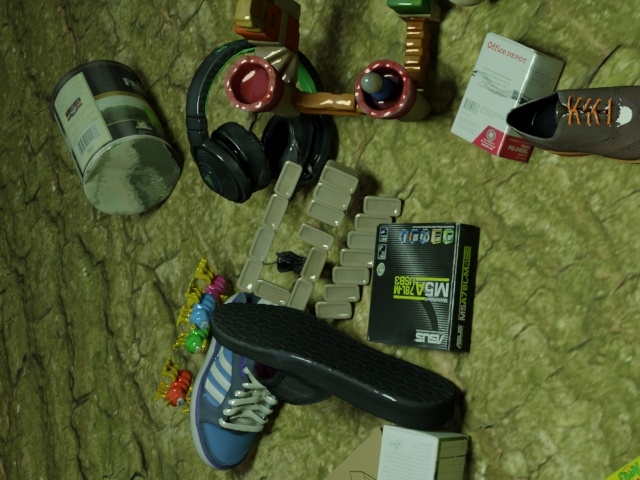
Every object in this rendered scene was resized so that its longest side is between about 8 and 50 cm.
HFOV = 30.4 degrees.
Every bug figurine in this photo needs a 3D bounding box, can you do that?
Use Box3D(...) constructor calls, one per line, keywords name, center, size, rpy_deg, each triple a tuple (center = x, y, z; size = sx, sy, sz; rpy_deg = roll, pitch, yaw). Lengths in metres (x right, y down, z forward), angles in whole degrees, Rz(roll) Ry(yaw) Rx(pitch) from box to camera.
Box3D(name="bug figurine", center=(-0.224, 0.166, 2.124), size=(0.216, 0.072, 0.279), rpy_deg=(-75, 5, -54))

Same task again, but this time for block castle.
Box3D(name="block castle", center=(0.025, -0.404, 1.757), size=(0.303, 0.213, 0.453), rpy_deg=(5, 87, 23))

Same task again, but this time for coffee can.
Box3D(name="coffee can", center=(-0.427, -0.214, 2.435), size=(0.201, 0.202, 0.275), rpy_deg=(-58, 43, 29))

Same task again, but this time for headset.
Box3D(name="headset", center=(-0.078, -0.135, 1.936), size=(0.185, 0.243, 0.394), rpy_deg=(14, 116, 58))

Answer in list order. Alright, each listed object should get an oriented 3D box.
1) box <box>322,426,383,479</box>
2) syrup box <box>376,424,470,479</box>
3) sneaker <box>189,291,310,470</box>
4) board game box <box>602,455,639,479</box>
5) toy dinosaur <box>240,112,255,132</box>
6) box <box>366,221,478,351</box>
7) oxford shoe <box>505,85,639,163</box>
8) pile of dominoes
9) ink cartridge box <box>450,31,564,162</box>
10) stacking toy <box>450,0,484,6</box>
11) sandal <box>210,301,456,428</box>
Box3D(name="box", center=(0.065, 0.407, 1.802), size=(0.201, 0.021, 0.164), rpy_deg=(-50, 47, 37))
Box3D(name="syrup box", center=(0.134, 0.380, 1.636), size=(0.096, 0.093, 0.236), rpy_deg=(7, 89, 37))
Box3D(name="sneaker", center=(-0.103, 0.240, 1.968), size=(0.236, 0.130, 0.322), rpy_deg=(2, 80, 58))
Box3D(name="board game box", center=(0.377, 0.280, 1.342), size=(0.181, 0.092, 0.043), rpy_deg=(-47, 50, 38))
Box3D(name="toy dinosaur", center=(-0.168, -0.175, 2.220), size=(0.183, 0.053, 0.092), rpy_deg=(-36, 40, 36))
Box3D(name="box", center=(0.147, 0.067, 1.735), size=(0.191, 0.045, 0.184), rpy_deg=(2, 83, 54))
Box3D(name="oxford shoe", center=(0.347, -0.146, 1.458), size=(0.271, 0.098, 0.096), rpy_deg=(-4, 81, 53))
Box3D(name="pile of dominoes", center=(0.000, 0.000, 1.872), size=(0.040, 0.196, 0.251), rpy_deg=(-64, -3, -69))
Box3D(name="ink cartridge box", center=(0.257, -0.198, 1.621), size=(0.109, 0.063, 0.150), rpy_deg=(38, 113, 50))
Box3D(name="stacking toy", center=(0.298, -0.415, 1.559), size=(0.330, 0.141, 0.141), rpy_deg=(-8, 77, 49))
Box3D(name="sandal", center=(-0.006, 0.201, 1.753), size=(0.446, 0.168, 0.107), rpy_deg=(22, 112, 38))
